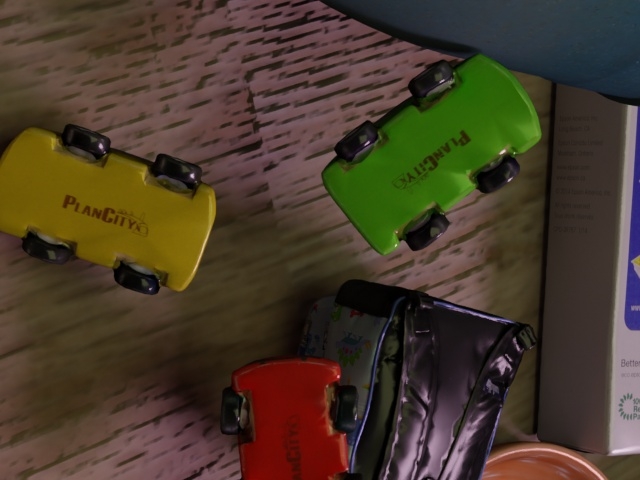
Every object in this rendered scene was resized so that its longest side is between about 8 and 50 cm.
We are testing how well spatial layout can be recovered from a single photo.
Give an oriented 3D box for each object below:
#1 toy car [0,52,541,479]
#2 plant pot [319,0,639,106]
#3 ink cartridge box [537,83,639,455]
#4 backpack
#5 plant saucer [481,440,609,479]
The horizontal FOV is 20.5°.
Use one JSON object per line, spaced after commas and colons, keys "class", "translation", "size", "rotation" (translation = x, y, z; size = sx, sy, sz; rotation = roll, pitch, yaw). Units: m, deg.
{"class": "toy car", "translation": [0.000, 0.000, 0.802], "size": [0.225, 0.053, 0.239], "rotation": [-37, 97, 1]}
{"class": "plant pot", "translation": [0.059, -0.207, 0.786], "size": [0.255, 0.271, 0.271], "rotation": [5, 90, -24]}
{"class": "ink cartridge box", "translation": [0.210, -0.045, 1.027], "size": [0.165, 0.065, 0.332], "rotation": [3, 92, -38]}
{"class": "backpack", "translation": [0.038, 0.083, 0.886], "size": [0.105, 0.084, 0.114], "rotation": [16, 86, -39]}
{"class": "plant saucer", "translation": [0.096, 0.207, 0.969], "size": [0.200, 0.037, 0.200], "rotation": [-5, 98, -37]}
